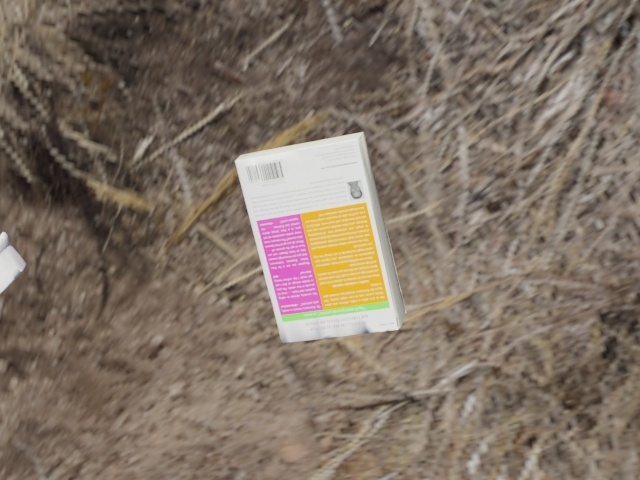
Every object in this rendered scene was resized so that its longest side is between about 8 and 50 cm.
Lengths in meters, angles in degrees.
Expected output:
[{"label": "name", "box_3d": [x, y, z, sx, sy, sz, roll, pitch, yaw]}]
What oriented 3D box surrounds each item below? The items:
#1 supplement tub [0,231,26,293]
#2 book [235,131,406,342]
[{"label": "supplement tub", "box_3d": [-0.390, -0.039, 1.209, 0.228, 0.228, 0.316, -42, 99, -16]}, {"label": "book", "box_3d": [0.000, 0.000, 1.219, 0.096, 0.035, 0.144, -9, 105, 16]}]
